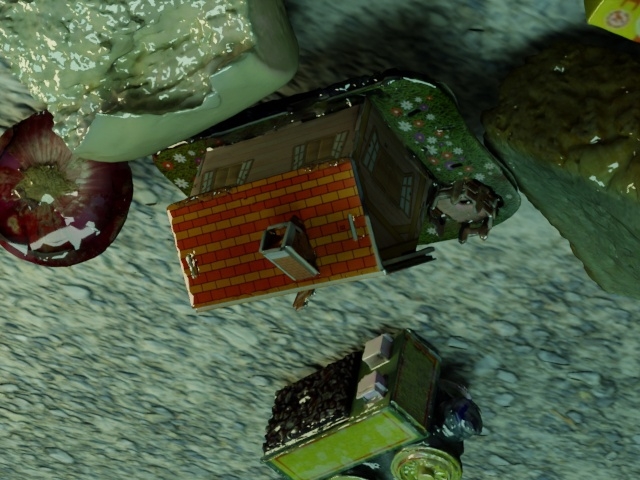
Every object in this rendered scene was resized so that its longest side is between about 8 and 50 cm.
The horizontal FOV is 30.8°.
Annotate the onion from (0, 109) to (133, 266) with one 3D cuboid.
[{"bbox_3d":[-0.252,-0.049,1.127,0.150,0.150,0.140,10,179,-2],"label":"onion"}]

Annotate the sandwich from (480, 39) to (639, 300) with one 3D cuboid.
[{"bbox_3d":[0.310,-0.017,0.917,0.262,0.131,0.325,46,170,-37],"label":"sandwich"}]

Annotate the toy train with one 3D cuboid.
[{"bbox_3d":[0.060,0.219,1.358,0.261,0.134,0.177,-31,118,35],"label":"toy train"}]

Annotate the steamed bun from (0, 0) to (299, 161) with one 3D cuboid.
[{"bbox_3d":[-0.135,-0.163,0.914,0.225,0.170,0.200,-22,129,29],"label":"steamed bun"}]

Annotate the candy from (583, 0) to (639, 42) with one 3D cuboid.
[{"bbox_3d":[0.351,-0.190,0.867,0.276,0.088,0.146,19,139,-12],"label":"candy"}]

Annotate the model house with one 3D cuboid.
[{"bbox_3d":[0.000,-0.001,0.976,0.294,0.154,0.207,-12,137,34],"label":"model house"}]
